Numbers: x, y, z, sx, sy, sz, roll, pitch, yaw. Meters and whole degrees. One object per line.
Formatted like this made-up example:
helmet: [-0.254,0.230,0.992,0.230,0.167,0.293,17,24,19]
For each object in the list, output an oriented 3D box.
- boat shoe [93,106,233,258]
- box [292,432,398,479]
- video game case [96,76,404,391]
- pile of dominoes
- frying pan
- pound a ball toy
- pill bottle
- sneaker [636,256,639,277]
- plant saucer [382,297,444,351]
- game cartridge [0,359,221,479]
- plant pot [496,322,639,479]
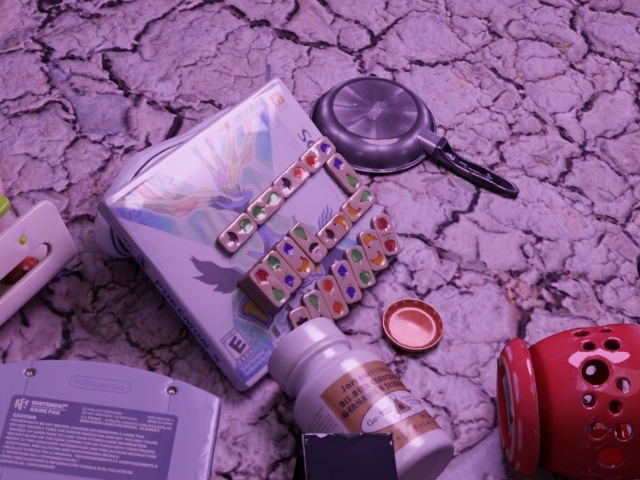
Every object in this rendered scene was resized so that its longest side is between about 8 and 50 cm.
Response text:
boat shoe: [-0.165,-0.086,1.681,0.119,0.121,0.335,15,45,37]
box: [0.020,0.344,1.290,0.103,0.261,0.184,-2,52,-9]
video game case: [-0.080,-0.016,1.620,0.329,0.036,0.300,-40,96,-32]
pile of dominoes: [0.000,0.000,1.616,0.196,0.040,0.251,48,58,-8]
frying pan: [0.121,-0.143,1.836,0.197,0.053,0.326,-30,58,-27]
pound a ball toy: [-0.461,0.044,1.570,0.208,0.136,0.319,13,46,36]
pill bottle: [0.043,0.207,1.487,0.131,0.131,0.229,-28,60,-27]
sneaker: [0.491,0.129,1.635,0.130,0.109,0.286,-17,54,-13]
plant saucer: [0.123,0.115,1.648,0.083,0.013,0.083,4,52,-5]
game cartridge: [-0.274,0.239,1.468,0.297,0.062,0.198,8,47,-2]
plant pot: [0.309,0.200,1.500,0.174,0.191,0.191,-4,52,1]
